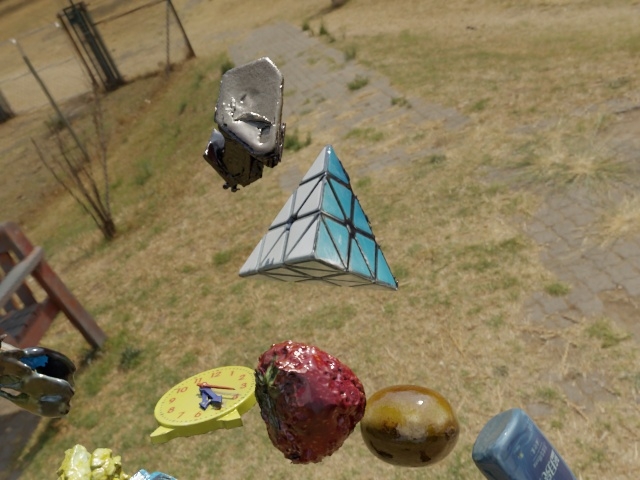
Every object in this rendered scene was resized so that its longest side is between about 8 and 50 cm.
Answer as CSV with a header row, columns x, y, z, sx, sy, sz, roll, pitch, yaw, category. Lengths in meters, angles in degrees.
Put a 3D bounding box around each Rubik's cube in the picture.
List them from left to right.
x,y,z,sx,sy,sz,roll,pitch,yaw,category
0.001,0.000,1.079,0.233,0.228,0.229,-29,51,-30,Rubik's cube

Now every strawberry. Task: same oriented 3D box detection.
x,y,z,sx,sy,sz,roll,pitch,yaw,category
-0.019,0.347,1.302,0.221,0.274,0.274,-2,21,-26,strawberry

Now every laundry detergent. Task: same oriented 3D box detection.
x,y,z,sx,sy,sz,roll,pitch,yaw,category
0.397,0.437,1.024,0.094,0.290,0.143,-46,-5,38,laundry detergent

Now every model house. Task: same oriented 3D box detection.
x,y,z,sx,sy,sz,roll,pitch,yaw,category
-0.121,-0.195,1.034,0.141,0.164,0.203,8,66,4,model house

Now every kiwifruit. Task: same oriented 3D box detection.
x,y,z,sx,sy,sz,roll,pitch,yaw,category
0.210,0.430,1.373,0.234,0.196,0.196,-12,27,51,kiwifruit

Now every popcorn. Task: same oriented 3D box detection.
x,y,z,sx,sy,sz,roll,pitch,yaw,category
-0.617,0.653,1.607,0.188,0.185,0.167,-10,53,20,popcorn

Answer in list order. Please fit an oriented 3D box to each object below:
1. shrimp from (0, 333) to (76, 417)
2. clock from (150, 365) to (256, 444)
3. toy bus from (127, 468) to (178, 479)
x,y,z,sx,sy,sz,roll,pitch,yaw,category
-0.543,0.174,0.745,0.446,0.109,0.221,10,33,-30,shrimp
-0.293,0.401,1.526,0.277,0.071,0.293,-15,13,0,clock
-0.304,0.546,1.090,0.134,0.246,0.113,25,34,26,toy bus
